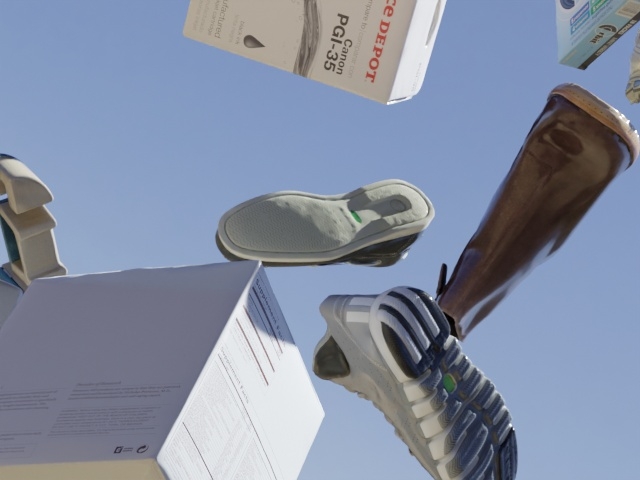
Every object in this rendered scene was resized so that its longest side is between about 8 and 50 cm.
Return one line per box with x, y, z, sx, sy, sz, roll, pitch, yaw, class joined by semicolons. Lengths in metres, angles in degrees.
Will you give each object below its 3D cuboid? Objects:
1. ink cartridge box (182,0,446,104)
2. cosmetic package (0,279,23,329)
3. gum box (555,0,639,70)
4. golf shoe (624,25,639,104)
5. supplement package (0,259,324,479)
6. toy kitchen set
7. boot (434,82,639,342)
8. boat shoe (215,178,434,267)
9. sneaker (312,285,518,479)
0.000;-0.306;2.393;0.283;0.207;0.117;20;15;16;ink cartridge box
-0.350;0.145;1.774;0.107;0.238;0.127;22;-13;2;cosmetic package
0.330;-0.317;2.301;0.041;0.184;0.157;13;-29;-21;gum box
0.329;-0.175;1.780;0.069;0.086;0.176;1;-4;-24;golf shoe
-0.132;0.138;1.350;0.194;0.203;0.149;-5;-55;26;supplement package
-0.351;0.020;1.958;0.122;0.166;0.207;39;-36;52;toy kitchen set
0.175;-0.014;1.671;0.090;0.207;0.248;35;-11;10;boot
0.000;0.000;1.866;0.084;0.233;0.079;61;-40;27;boat shoe
0.068;0.125;1.599;0.132;0.086;0.229;4;-50;45;sneaker
